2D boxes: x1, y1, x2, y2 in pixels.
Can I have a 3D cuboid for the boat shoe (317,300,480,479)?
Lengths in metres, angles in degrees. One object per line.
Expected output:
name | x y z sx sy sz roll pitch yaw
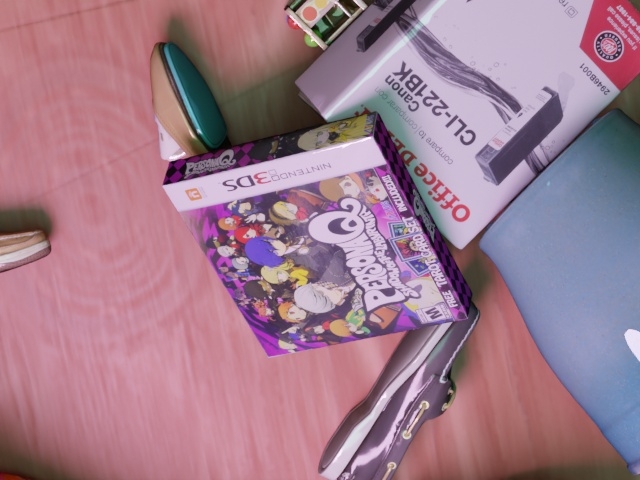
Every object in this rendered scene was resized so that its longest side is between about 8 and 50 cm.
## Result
boat shoe | 0.088 0.148 1.888 0.069 0.081 0.227 34 103 -10

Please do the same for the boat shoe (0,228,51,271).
boat shoe | -0.351 0.006 1.854 0.190 0.068 0.072 -13 88 0

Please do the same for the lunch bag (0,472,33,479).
lunch bag | -0.221 0.340 1.812 0.293 0.258 0.120 29 97 -7

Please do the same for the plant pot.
plant pot | 0.293 0.027 1.793 0.271 0.271 0.255 -44 84 5

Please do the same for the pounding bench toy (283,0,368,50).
pounding bench toy | 0.013 -0.203 1.839 0.083 0.052 0.065 44 95 -8

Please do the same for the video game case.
video game case | 0.000 0.000 1.793 0.210 0.042 0.232 -12 129 23

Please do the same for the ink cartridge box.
ink cartridge box | 0.144 -0.159 1.800 0.273 0.114 0.197 -45 114 6

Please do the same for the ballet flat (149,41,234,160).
ballet flat | -0.109 -0.074 1.846 0.073 0.080 0.232 -31 98 19
